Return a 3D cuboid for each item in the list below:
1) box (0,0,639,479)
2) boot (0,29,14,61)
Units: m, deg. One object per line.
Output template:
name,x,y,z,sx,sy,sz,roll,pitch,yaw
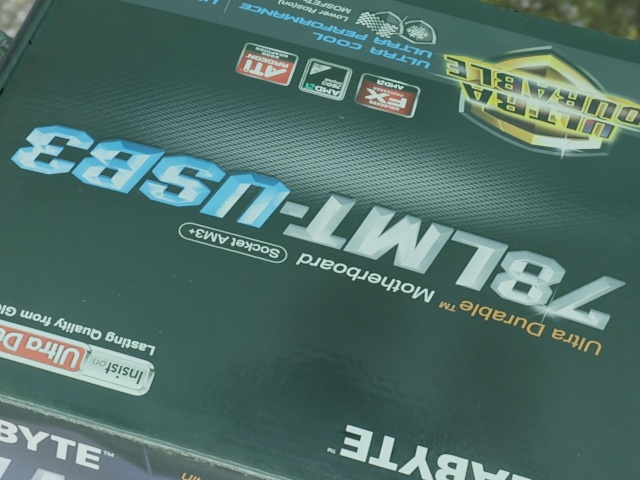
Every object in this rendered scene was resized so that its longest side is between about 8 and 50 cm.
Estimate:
box,0.000,0.000,0.709,0.293,0.295,0.073,-71,-4,-46
boot,-0.166,-0.046,0.871,0.246,0.083,0.161,56,170,21
